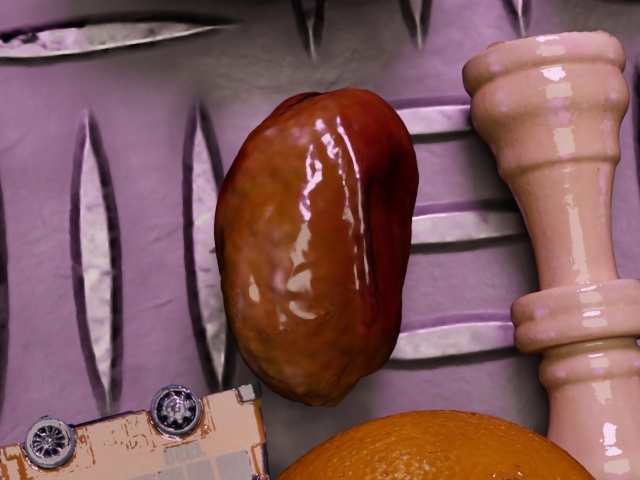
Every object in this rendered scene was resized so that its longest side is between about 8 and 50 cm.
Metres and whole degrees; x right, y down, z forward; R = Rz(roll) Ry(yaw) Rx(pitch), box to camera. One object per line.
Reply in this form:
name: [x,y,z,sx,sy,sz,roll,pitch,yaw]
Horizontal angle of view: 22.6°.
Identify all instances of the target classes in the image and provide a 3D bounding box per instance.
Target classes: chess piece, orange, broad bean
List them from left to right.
broad bean: [-0.002,0.001,1.093,0.122,0.156,0.228,1,70,28]
orange: [0.073,0.234,0.983,0.274,0.274,0.274,1,77,-5]
chess piece: [0.186,0.058,1.115,0.117,0.117,0.397,-7,80,-7]

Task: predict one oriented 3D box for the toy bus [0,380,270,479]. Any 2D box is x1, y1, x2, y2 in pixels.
toy bus: [-0.119,0.158,1.068,0.182,0.091,0.103,-13,79,-7]
